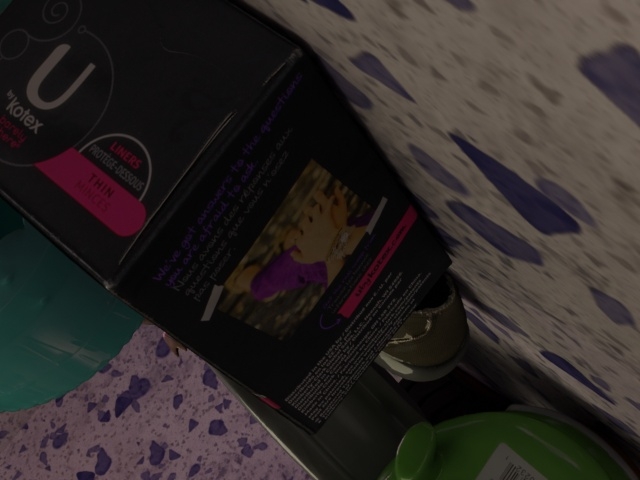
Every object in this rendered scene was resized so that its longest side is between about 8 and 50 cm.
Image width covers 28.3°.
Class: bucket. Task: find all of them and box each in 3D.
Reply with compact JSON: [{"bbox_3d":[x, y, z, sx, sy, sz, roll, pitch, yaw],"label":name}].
[{"bbox_3d":[-0.245,-0.024,0.845,0.281,0.281,0.183,36,173,32],"label":"bucket"}]

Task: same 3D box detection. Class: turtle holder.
[{"bbox_3d":[0.157,0.289,1.014,0.243,0.320,0.227,5,-179,33],"label":"turtle holder"}]

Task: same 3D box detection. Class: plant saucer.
[{"bbox_3d":[0.002,0.137,1.237,0.400,0.100,0.400,46,180,0],"label":"plant saucer"}]

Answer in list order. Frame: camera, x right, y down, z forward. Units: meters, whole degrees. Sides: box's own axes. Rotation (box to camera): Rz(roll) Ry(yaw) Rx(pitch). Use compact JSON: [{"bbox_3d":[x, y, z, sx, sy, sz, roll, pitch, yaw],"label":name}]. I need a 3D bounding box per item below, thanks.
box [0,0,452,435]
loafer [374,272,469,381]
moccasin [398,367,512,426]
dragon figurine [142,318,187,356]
[{"bbox_3d":[-0.060,-0.022,0.701,0.165,0.143,0.270,36,174,30],"label":"box"},{"bbox_3d":[0.000,0.000,0.893,0.251,0.094,0.087,29,148,12],"label":"loafer"},{"bbox_3d":[0.194,0.254,1.351,0.147,0.139,0.380,40,175,-24],"label":"moccasin"},{"bbox_3d":[-0.127,0.084,1.553,0.289,0.085,0.144,1,-169,13],"label":"dragon figurine"}]
